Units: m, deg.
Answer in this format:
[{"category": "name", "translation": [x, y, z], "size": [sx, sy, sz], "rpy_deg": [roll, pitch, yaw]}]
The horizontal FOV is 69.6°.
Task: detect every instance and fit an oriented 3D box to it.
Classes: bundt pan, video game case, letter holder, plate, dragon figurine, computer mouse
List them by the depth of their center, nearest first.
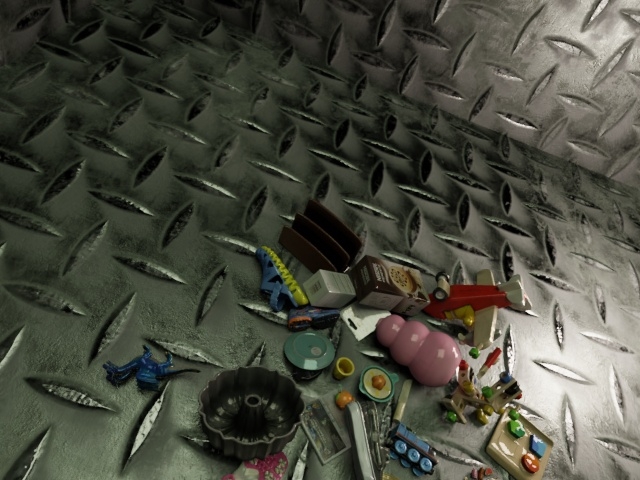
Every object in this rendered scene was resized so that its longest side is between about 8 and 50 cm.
[{"category": "bundt pan", "translation": [-0.216, 0.539, 1.421], "size": [0.330, 0.124, 0.331], "rpy_deg": [9, 23, -4]}, {"category": "dragon figurine", "translation": [-0.540, 0.429, 1.475], "size": [0.289, 0.085, 0.144], "rpy_deg": [21, 49, -2]}, {"category": "video game case", "translation": [0.030, 0.627, 1.562], "size": [0.173, 0.022, 0.190], "rpy_deg": [-19, 62, -31]}, {"category": "computer mouse", "translation": [-0.101, 0.482, 1.625], "size": [0.242, 0.041, 0.071], "rpy_deg": [-13, 50, -19]}, {"category": "plate", "translation": [-0.038, 0.392, 1.684], "size": [0.188, 0.024, 0.188], "rpy_deg": [8, 34, -5]}, {"category": "letter holder", "translation": [0.000, 0.000, 1.916], "size": [0.302, 0.214, 0.152], "rpy_deg": [41, 51, 14]}]

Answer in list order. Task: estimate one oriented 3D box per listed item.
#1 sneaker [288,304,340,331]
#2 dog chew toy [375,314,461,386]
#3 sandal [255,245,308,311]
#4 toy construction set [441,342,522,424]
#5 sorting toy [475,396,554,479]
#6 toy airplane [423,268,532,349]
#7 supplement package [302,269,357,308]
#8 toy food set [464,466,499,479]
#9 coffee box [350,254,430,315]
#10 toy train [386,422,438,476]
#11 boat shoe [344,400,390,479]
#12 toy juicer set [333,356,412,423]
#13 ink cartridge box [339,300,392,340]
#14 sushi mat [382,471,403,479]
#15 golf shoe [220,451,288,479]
[{"category": "sneaker", "translation": [-0.025, 0.286, 1.775], "size": [0.221, 0.083, 0.087], "rpy_deg": [0, 41, -25]}, {"category": "dog chew toy", "translation": [0.357, 0.401, 1.746], "size": [0.331, 0.207, 0.206], "rpy_deg": [32, 49, 17]}, {"category": "sandal", "translation": [-0.183, 0.153, 1.801], "size": [0.138, 0.126, 0.317], "rpy_deg": [-35, 57, -4]}, {"category": "toy construction set", "translation": [0.556, 0.542, 1.643], "size": [0.257, 0.309, 0.237], "rpy_deg": [27, 55, 39]}, {"category": "sorting toy", "translation": [0.706, 0.727, 1.706], "size": [0.307, 0.041, 0.229], "rpy_deg": [40, 51, 13]}, {"category": "toy airplane", "translation": [0.663, 0.274, 1.893], "size": [0.386, 0.273, 0.384], "rpy_deg": [-24, 28, -19]}, {"category": "supplement package", "translation": [0.038, 0.192, 1.805], "size": [0.179, 0.105, 0.105], "rpy_deg": [15, 41, -48]}, {"category": "toy food set", "translation": [0.560, 0.823, 1.594], "size": [0.122, 0.019, 0.078], "rpy_deg": [-12, 58, -27]}, {"category": "coffee box", "translation": [0.283, 0.185, 1.872], "size": [0.297, 0.119, 0.168], "rpy_deg": [16, 43, -31]}, {"category": "toy train", "translation": [0.312, 0.710, 1.560], "size": [0.184, 0.080, 0.105], "rpy_deg": [32, 44, 7]}, {"category": "boat shoe", "translation": [0.167, 0.679, 1.465], "size": [0.119, 0.121, 0.335], "rpy_deg": [-6, 71, -12]}, {"category": "toy juicer set", "translation": [0.200, 0.544, 1.629], "size": [0.328, 0.089, 0.209], "rpy_deg": [17, 46, -13]}, {"category": "ink cartridge box", "translation": [0.183, 0.308, 1.866], "size": [0.179, 0.045, 0.145], "rpy_deg": [-31, 68, -16]}, {"category": "sushi mat", "translation": [0.328, 0.876, 1.471], "size": [0.316, 0.019, 0.151], "rpy_deg": [23, 48, -1]}, {"category": "golf shoe", "translation": [-0.222, 0.718, 1.352], "size": [0.115, 0.140, 0.306], "rpy_deg": [45, 30, 24]}]
